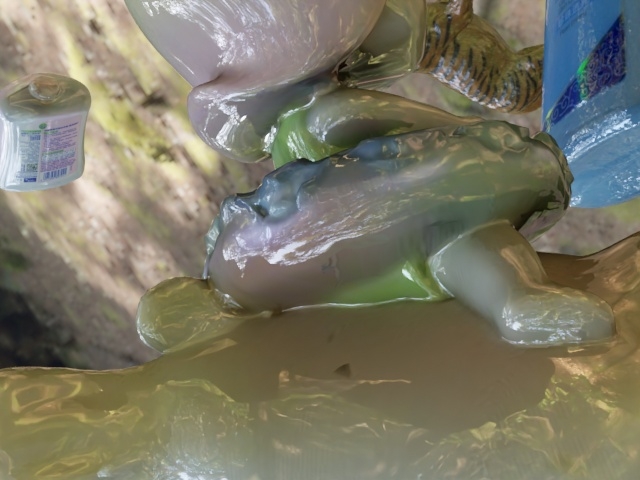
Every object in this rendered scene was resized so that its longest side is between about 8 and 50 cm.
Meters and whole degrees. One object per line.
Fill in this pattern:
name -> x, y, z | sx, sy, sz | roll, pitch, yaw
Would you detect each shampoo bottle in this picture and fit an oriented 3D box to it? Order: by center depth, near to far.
shampoo bottle -> 0.156, -0.149, 0.641 | 0.061, 0.259, 0.104 | 18, 151, -21
shampoo bottle -> -0.208, -0.083, 0.923 | 0.043, 0.072, 0.099 | 63, 152, 29

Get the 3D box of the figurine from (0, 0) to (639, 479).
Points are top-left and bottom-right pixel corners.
figurine -> 0.000, 0.000, 0.432 | 0.226, 0.274, 0.394 | 132, 121, -67

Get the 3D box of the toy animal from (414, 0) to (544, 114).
toy animal -> 0.122, -0.152, 0.945 | 0.241, 0.099, 0.057 | 21, -153, -26
